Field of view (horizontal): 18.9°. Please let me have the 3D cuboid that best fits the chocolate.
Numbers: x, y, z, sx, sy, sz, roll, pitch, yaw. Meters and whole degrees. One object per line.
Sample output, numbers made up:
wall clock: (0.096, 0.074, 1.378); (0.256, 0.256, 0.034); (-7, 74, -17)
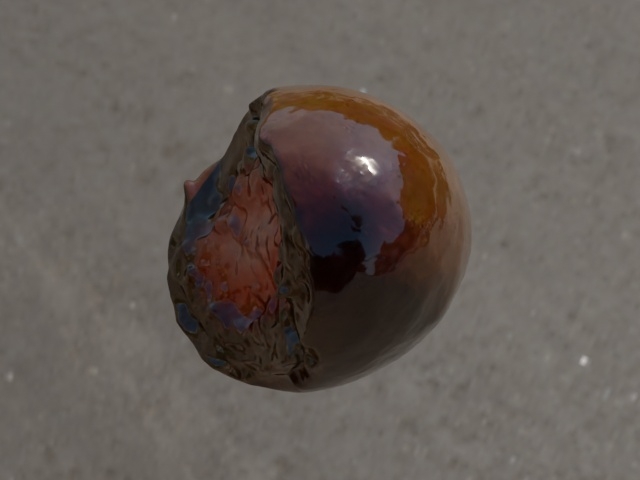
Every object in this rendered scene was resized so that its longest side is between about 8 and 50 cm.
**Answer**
chocolate: (0.000, 0.000, 0.763); (0.127, 0.124, 0.133); (-32, 18, -7)
